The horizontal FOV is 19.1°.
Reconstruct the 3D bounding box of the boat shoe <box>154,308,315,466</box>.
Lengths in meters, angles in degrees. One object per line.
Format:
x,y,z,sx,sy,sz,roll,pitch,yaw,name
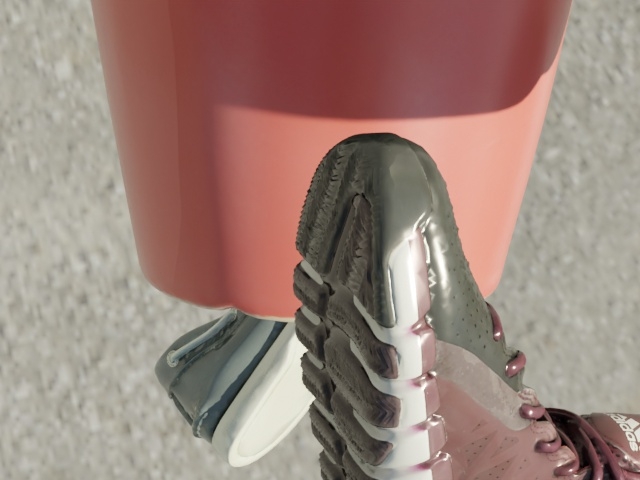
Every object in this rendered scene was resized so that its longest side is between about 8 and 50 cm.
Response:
0.000,0.000,1.287,0.319,0.099,0.116,-56,156,9,boat shoe

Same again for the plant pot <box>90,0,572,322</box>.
0.003,-0.098,0.997,0.275,0.275,0.243,-2,105,-16,plant pot

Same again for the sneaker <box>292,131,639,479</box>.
0.082,0.070,0.826,0.162,0.106,0.281,-13,121,-16,sneaker
